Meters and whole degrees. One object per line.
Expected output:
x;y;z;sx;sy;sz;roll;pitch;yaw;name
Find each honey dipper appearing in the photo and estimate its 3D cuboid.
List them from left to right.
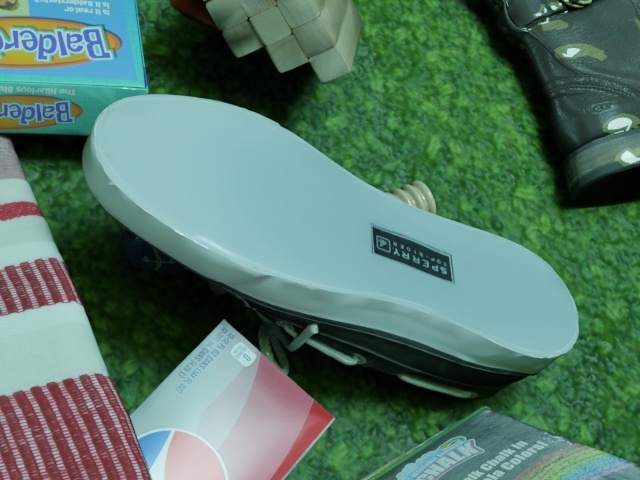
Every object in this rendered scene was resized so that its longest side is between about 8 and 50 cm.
0.000;0.000;0.741;0.161;0.030;0.030;-21;72;-21;honey dipper

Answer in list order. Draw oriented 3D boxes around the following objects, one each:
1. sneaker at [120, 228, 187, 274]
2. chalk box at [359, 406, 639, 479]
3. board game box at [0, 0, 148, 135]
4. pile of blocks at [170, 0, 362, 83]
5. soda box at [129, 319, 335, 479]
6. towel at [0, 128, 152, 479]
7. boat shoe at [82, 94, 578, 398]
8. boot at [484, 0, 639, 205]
-0.070;-0.024;0.722;0.135;0.052;0.058;-23;63;-34;sneaker
0.090;0.182;0.597;0.132;0.213;0.132;-26;108;-25;chalk box
-0.198;-0.159;0.723;0.160;0.047;0.210;1;53;-17;board game box
-0.055;-0.244;0.815;0.113;0.149;0.362;-20;53;20;pile of blocks
-0.110;0.166;0.583;0.083;0.092;0.263;41;60;4;soda box
-0.230;0.067;0.565;0.237;0.037;0.329;-14;48;-22;towel
-0.002;0.017;0.667;0.306;0.105;0.113;18;48;-25;boat shoe
0.247;-0.155;0.857;0.263;0.091;0.229;-11;69;-18;boot
